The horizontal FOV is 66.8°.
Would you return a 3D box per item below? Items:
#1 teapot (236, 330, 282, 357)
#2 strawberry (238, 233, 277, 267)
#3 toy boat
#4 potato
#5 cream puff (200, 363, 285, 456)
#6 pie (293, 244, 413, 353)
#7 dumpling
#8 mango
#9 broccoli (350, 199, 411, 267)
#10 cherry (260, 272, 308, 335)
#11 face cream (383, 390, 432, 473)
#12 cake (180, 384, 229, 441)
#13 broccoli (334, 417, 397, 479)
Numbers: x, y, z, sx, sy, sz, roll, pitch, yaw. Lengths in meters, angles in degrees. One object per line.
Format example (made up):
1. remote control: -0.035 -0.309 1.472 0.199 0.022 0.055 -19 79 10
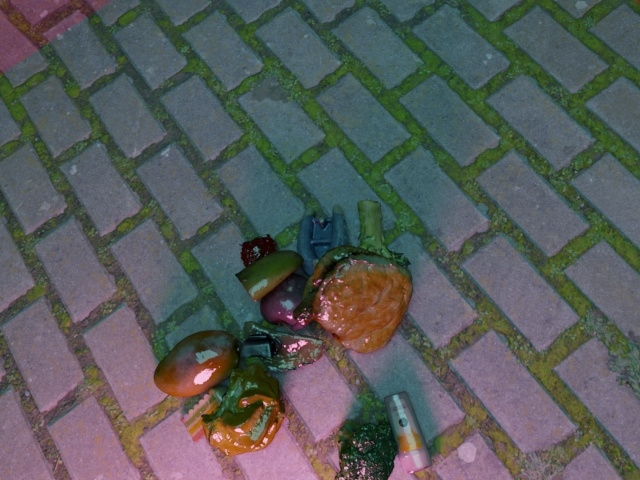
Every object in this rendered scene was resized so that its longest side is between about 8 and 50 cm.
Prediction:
1. teapot: -0.231 0.387 1.817 0.177 0.087 0.096 -3 83 9
2. strawberry: -0.245 0.074 2.003 0.167 0.087 0.208 -25 73 -2
3. toy boat: 0.000 0.000 1.960 0.215 0.123 0.330 1 71 16
4. potato: -0.195 0.106 1.882 0.255 0.269 0.112 -35 102 -11
5. cream puff: -0.239 0.626 1.725 0.270 0.274 0.323 6 61 51
6. pie: 0.150 0.212 1.766 0.418 0.180 0.395 27 109 -23
7. dumpling: -0.150 0.421 1.885 0.332 0.086 0.166 14 93 10
8. mango: -0.482 0.474 1.860 0.384 0.199 0.221 -23 77 13
9. broccoli: 0.179 0.001 1.924 0.252 0.221 0.361 -21 61 -6
10. cherry: -0.125 0.244 1.886 0.213 0.183 0.266 14 54 4
11. face cream: 0.312 0.689 1.751 0.107 0.073 0.269 -20 73 12
12. cake: -0.433 0.657 1.849 0.225 0.090 0.109 -41 76 -5
13. broccoli: 0.143 0.749 1.690 0.241 0.261 0.269 38 124 39
